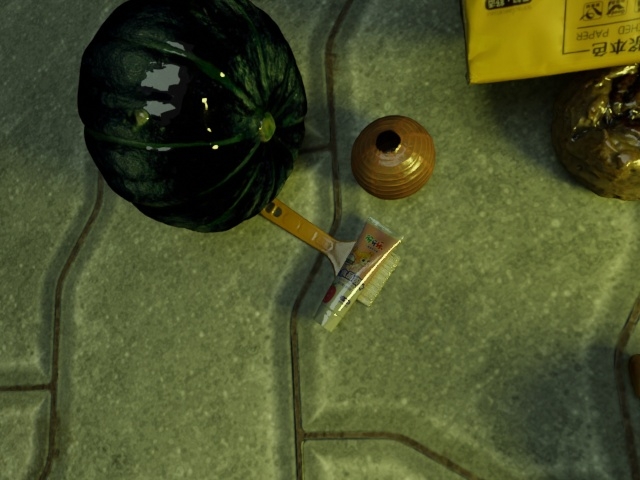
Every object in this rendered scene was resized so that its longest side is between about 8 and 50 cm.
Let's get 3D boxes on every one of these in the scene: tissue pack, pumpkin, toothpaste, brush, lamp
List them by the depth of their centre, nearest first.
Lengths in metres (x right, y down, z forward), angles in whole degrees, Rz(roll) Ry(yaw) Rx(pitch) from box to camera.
[{"bbox_3d":[0.375,-0.370,0.653,0.381,0.229,0.293,-3,38,16],"label":"tissue pack"},{"bbox_3d":[-0.181,-0.200,0.764,0.265,0.363,0.364,13,84,30],"label":"pumpkin"},{"bbox_3d":[0.115,-0.132,0.787,0.136,0.136,0.137,-3,80,15],"label":"lamp"},{"bbox_3d":[0.057,0.057,0.804,0.067,0.043,0.195,31,85,18],"label":"toothpaste"},{"bbox_3d":[0.000,0.000,0.856,0.272,0.013,0.103,33,90,19],"label":"brush"}]

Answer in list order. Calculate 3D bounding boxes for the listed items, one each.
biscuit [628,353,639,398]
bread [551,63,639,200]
[{"bbox_3d":[0.537,0.226,0.653,0.207,0.047,0.165,-9,77,13],"label":"biscuit"},{"bbox_3d":[0.456,-0.170,0.706,0.229,0.123,0.230,-2,82,13],"label":"bread"}]
